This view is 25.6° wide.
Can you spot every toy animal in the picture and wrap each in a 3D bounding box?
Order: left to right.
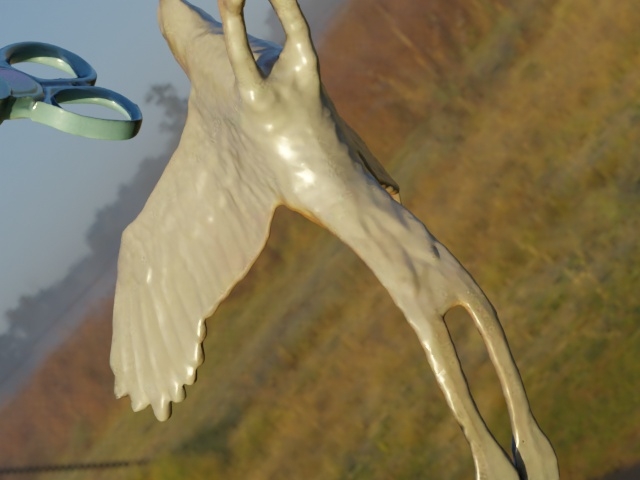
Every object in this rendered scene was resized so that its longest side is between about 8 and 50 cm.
[{"bbox_3d":[-0.007,-0.020,0.788,0.225,0.302,0.284,-30,32,-23],"label":"toy animal"}]

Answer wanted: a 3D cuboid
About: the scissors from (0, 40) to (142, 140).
[{"bbox_3d":[-0.242,-0.102,0.990,0.256,0.125,0.030,-11,-48,-51],"label":"scissors"}]
